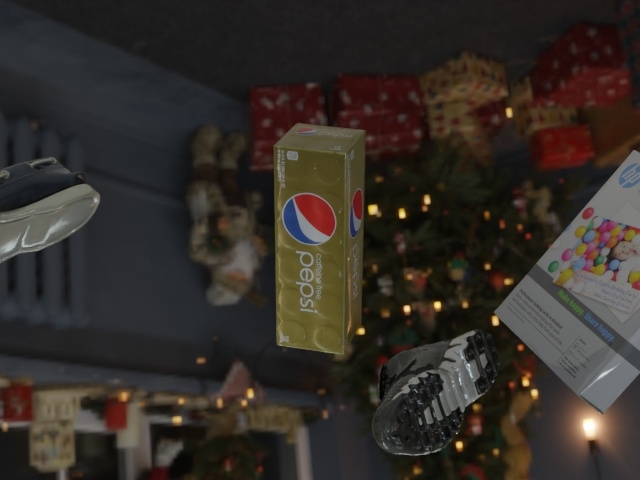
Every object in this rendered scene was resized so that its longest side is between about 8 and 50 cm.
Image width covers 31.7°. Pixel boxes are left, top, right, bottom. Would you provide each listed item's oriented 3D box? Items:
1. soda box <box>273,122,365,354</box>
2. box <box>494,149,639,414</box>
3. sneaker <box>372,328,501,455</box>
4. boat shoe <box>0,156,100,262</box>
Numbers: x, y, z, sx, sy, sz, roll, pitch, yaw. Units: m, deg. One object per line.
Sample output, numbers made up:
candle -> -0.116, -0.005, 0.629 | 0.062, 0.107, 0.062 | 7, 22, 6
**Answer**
soda box -> 0.000, 0.000, 0.924 | 0.061, 0.181, 0.058 | 7, -153, 16
box -> 0.244, 0.030, 0.920 | 0.038, 0.145, 0.186 | 37, 97, -30
sneaker -> 0.096, 0.160, 1.147 | 0.106, 0.078, 0.234 | -14, -171, 33
boat shoe -> -0.321, -0.026, 1.056 | 0.254, 0.079, 0.095 | -27, 155, -47
